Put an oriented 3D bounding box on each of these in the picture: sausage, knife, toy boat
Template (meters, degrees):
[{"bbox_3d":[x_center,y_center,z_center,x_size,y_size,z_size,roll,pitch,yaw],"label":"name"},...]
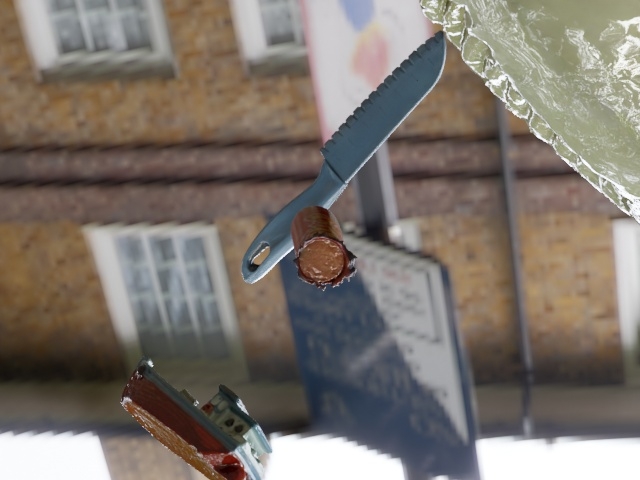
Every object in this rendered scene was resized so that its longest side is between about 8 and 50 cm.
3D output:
[{"bbox_3d":[0.000,0.000,1.584,0.050,0.048,0.145,-13,-167,0],"label":"sausage"},{"bbox_3d":[0.018,-0.069,1.712,0.044,0.313,0.019,53,-148,16],"label":"knife"},{"bbox_3d":[-0.103,0.143,1.597,0.059,0.069,0.173,-44,-134,-17],"label":"toy boat"}]

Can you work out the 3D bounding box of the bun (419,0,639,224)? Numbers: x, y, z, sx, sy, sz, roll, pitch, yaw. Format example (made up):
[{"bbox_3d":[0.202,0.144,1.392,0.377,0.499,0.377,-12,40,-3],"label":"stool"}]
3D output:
[{"bbox_3d":[0.108,-0.115,0.681,0.160,0.259,0.259,-45,-140,3],"label":"bun"}]
